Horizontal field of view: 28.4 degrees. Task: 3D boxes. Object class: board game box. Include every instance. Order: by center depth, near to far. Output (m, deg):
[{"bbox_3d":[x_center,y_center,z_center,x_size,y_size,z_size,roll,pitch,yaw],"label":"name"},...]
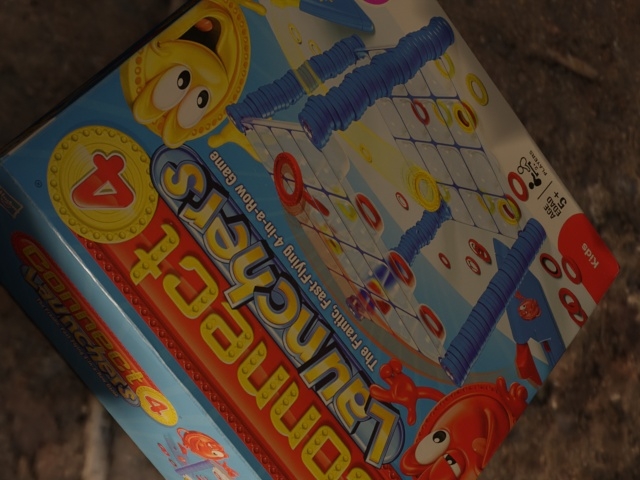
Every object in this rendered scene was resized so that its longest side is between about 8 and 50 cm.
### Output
[{"bbox_3d":[0.000,0.000,0.728,0.308,0.086,0.302,52,53,-14],"label":"board game box"}]
